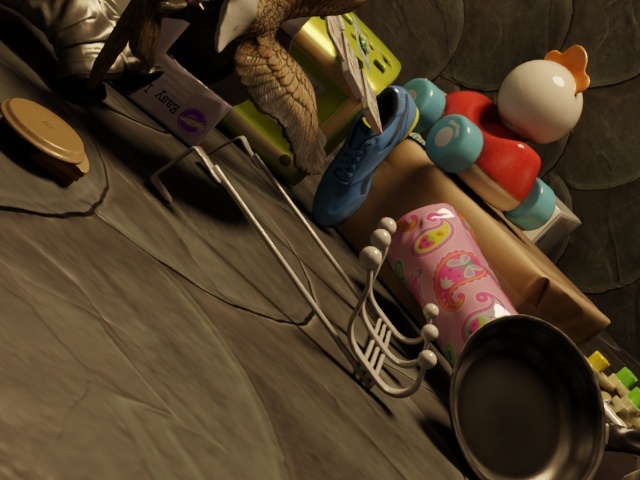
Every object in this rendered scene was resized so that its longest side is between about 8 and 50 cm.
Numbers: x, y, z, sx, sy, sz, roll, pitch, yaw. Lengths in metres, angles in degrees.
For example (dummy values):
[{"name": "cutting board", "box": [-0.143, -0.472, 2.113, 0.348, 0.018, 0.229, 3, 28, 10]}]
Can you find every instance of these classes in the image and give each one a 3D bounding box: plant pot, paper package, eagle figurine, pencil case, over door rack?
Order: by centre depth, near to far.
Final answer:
[{"name": "eagle figurine", "box": [-0.047, -0.215, 1.099, 0.298, 0.226, 0.225, 19, 52, -32]}, {"name": "over door rack", "box": [0.000, 0.000, 1.138, 0.324, 0.108, 0.239, 43, 11, 0]}, {"name": "pencil case", "box": [0.172, 0.087, 1.295, 0.124, 0.124, 0.284, 31, 25, -46]}, {"name": "plant pot", "box": [-0.037, -0.223, 1.549, 0.227, 0.228, 0.207, 42, 17, -12]}, {"name": "paper package", "box": [0.211, 0.037, 1.571, 0.325, 0.168, 0.309, 49, 13, 32]}]

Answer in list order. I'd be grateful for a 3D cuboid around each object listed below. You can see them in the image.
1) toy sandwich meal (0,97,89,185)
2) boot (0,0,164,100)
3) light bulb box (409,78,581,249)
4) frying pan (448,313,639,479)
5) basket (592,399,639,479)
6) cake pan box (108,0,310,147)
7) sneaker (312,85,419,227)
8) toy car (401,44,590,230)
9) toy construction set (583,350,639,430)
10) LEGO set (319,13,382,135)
[{"name": "toy sandwich meal", "box": [-0.222, -0.079, 0.876, 0.086, 0.029, 0.085, 37, 15, -12]}, {"name": "boot", "box": [-0.263, -0.219, 1.072, 0.247, 0.083, 0.161, -7, 75, -47]}, {"name": "light bulb box", "box": [0.281, -0.089, 2.109, 0.358, 0.225, 0.361, 47, 13, 14]}, {"name": "frying pan", "box": [0.261, 0.170, 1.154, 0.326, 0.053, 0.197, -4, 75, -31]}, {"name": "basket", "box": [0.309, 0.245, 1.280, 0.103, 0.113, 0.167, 33, 16, -50]}, {"name": "cake pan box", "box": [-0.157, -0.270, 1.236, 0.267, 0.246, 0.070, 40, 16, -20]}, {"name": "sneaker", "box": [0.047, -0.113, 1.445, 0.069, 0.209, 0.082, 38, 5, 26]}, {"name": "toy car", "box": [0.267, -0.177, 1.510, 0.219, 0.238, 0.210, 33, 15, -38]}, {"name": "toy construction set", "box": [0.494, 0.303, 1.654, 0.328, 0.151, 0.215, 28, 16, -18]}, {"name": "LEGO set", "box": [0.013, -0.268, 1.388, 0.182, 0.060, 0.244, 57, 19, -47]}]
